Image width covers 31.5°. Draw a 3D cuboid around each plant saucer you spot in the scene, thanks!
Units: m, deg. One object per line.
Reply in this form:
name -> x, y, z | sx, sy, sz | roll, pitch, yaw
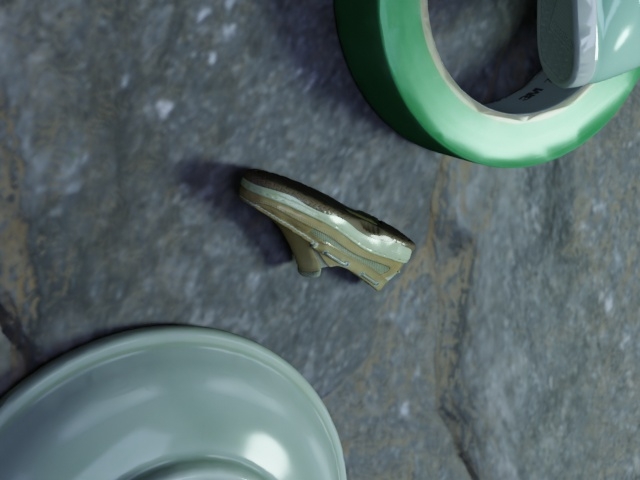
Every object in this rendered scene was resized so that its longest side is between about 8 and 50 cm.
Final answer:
plant saucer -> -0.131, 0.275, 0.969 | 0.400, 0.100, 0.400 | -8, 106, -29

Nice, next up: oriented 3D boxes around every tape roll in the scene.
tape roll -> 0.168, -0.228, 1.023 | 0.321, 0.077, 0.321 | -8, 106, -29

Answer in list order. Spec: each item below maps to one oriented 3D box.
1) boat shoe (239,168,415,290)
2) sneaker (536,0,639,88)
boat shoe -> 0.000, 0.000, 0.995 | 0.190, 0.068, 0.072 | 25, 101, -33
sneaker -> 0.263, -0.267, 0.965 | 0.151, 0.094, 0.256 | -15, 120, -20
